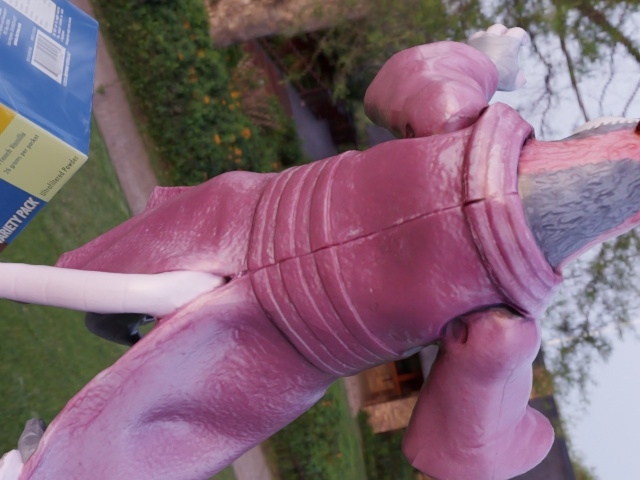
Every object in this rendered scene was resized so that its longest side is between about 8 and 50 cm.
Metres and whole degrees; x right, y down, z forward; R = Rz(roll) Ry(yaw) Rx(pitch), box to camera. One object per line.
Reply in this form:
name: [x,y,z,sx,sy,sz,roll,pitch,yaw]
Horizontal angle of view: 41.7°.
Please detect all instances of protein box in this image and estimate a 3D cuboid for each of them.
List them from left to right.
protein box: [-0.275,-0.118,0.564,0.201,0.136,0.199,33,26,-33]

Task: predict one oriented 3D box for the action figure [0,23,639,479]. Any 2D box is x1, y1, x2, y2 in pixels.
action figure: [0.000,0.000,0.402,0.276,0.370,0.248,12,62,-52]
